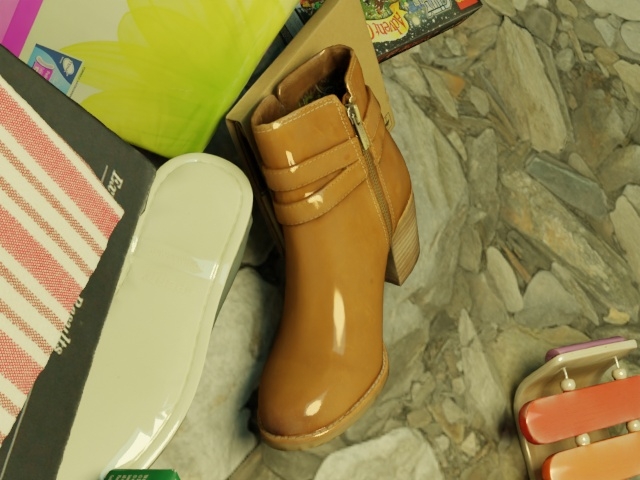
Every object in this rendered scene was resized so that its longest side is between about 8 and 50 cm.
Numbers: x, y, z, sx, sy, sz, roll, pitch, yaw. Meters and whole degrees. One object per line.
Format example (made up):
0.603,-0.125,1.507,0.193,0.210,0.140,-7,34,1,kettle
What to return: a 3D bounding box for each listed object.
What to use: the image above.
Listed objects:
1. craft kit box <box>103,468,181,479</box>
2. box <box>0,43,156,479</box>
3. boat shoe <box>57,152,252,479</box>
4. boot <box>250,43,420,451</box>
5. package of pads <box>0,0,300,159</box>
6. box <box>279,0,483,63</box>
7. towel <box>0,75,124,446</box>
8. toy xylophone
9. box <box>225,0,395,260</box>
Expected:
-0.107,0.307,0.550,0.250,0.061,0.246,-66,146,-54,craft kit box
-0.318,-0.002,0.480,0.395,0.212,0.293,41,51,-44,box
-0.137,0.081,0.709,0.116,0.099,0.319,22,58,1,boat shoe
0.000,0.000,0.758,0.283,0.109,0.220,-56,139,-37,boot
-0.127,-0.213,0.714,0.229,0.296,0.101,20,36,-23,package of pads
0.045,-0.265,0.987,0.233,0.044,0.159,-32,89,-35,box
-0.182,0.007,0.469,0.144,0.029,0.197,54,41,-36,towel
0.300,0.248,0.921,0.236,0.081,0.322,-14,80,-34,toy xylophone
-0.001,-0.106,0.855,0.201,0.021,0.164,-55,141,-33,box
